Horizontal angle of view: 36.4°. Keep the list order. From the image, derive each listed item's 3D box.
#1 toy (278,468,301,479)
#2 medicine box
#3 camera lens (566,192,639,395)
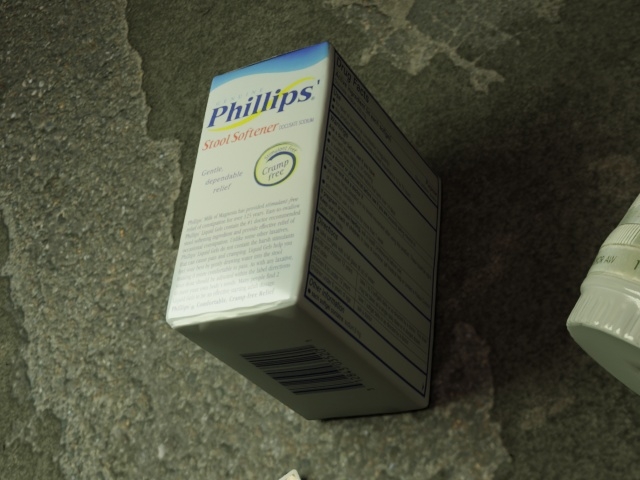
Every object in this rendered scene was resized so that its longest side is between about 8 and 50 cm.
[{"bbox_3d":[-0.099,0.348,0.982,0.237,0.056,0.137,-39,46,8],"label":"toy"},{"bbox_3d":[0.000,0.000,0.992,0.149,0.263,0.289,-11,56,28],"label":"medicine box"},{"bbox_3d":[0.355,0.011,0.770,0.219,0.219,0.274,31,82,43],"label":"camera lens"}]
